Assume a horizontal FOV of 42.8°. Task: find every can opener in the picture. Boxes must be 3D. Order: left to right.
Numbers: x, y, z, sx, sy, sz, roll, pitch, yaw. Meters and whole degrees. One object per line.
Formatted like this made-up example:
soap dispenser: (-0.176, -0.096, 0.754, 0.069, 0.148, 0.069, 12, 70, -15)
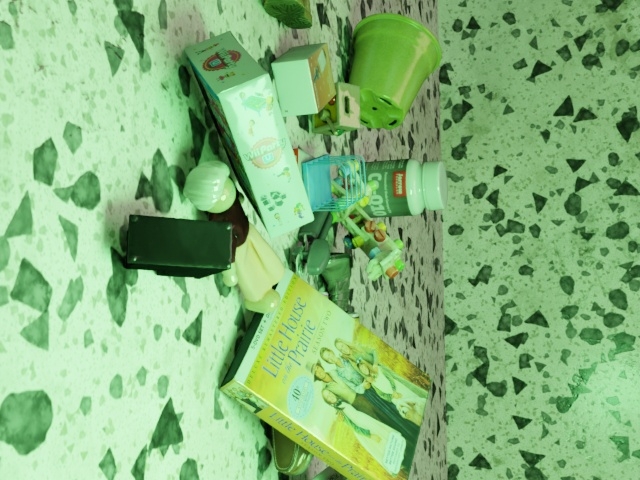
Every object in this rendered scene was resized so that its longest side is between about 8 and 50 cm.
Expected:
can opener: (0.000, 0.000, 1.952, 0.283, 0.095, 0.076, -67, 149, -52)

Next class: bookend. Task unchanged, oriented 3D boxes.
bookend: (-0.235, 0.013, 1.259, 0.157, 0.156, 0.072, 161, -69, -63)

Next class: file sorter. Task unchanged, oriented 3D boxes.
file sorter: (0.036, -0.137, 1.932, 0.170, 0.104, 0.118, -35, 123, -68)

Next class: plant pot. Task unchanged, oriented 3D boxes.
plant pot: (0.191, -0.474, 2.387, 0.276, 0.276, 0.254, 60, 43, -54)

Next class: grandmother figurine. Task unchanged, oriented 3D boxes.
grandmother figurine: (-0.155, -0.019, 1.490, 0.342, 0.104, 0.208, 68, 7, -50)

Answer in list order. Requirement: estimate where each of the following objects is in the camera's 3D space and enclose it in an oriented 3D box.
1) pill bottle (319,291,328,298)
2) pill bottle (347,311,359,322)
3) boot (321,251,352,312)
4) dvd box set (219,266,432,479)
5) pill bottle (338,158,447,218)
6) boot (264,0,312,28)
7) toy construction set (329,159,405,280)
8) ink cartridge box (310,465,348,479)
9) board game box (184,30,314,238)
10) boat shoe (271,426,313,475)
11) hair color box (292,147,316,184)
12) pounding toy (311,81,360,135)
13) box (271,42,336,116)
pill bottle: (-0.003, 0.169, 1.997, 0.043, 0.043, 0.083, 33, 56, -67)
pill bottle: (0.074, 0.252, 2.180, 0.065, 0.065, 0.116, -2, 88, -71)
boot: (0.040, 0.115, 2.071, 0.246, 0.083, 0.161, 23, 67, -75)
dvd box set: (0.029, 0.286, 1.640, 0.420, 0.062, 0.308, 39, 44, -14)
pill bottle: (0.204, -0.146, 2.283, 0.161, 0.283, 0.161, -3, 90, -71)
boot: (-0.077, -0.639, 1.848, 0.236, 0.089, 0.269, 6, 82, -82)
toy construction set: (0.125, -0.026, 2.077, 0.215, 0.151, 0.328, 97, -29, -56)
ink cartridge box: (0.031, 0.518, 1.780, 0.060, 0.239, 0.275, 47, 12, 15)
board game box: (-0.124, -0.188, 1.451, 0.224, 0.097, 0.303, 54, -15, 51)
boat shoe: (-0.073, 0.317, 1.686, 0.116, 0.123, 0.324, 21, 60, -40)
hair color box: (-0.046, -0.169, 1.921, 0.141, 0.043, 0.072, 17, 73, -70)
pounding toy: (0.033, -0.317, 2.041, 0.100, 0.130, 0.141, 2, 84, -39)
box: (-0.036, -0.377, 1.908, 0.170, 0.091, 0.130, -59, 142, -59)
